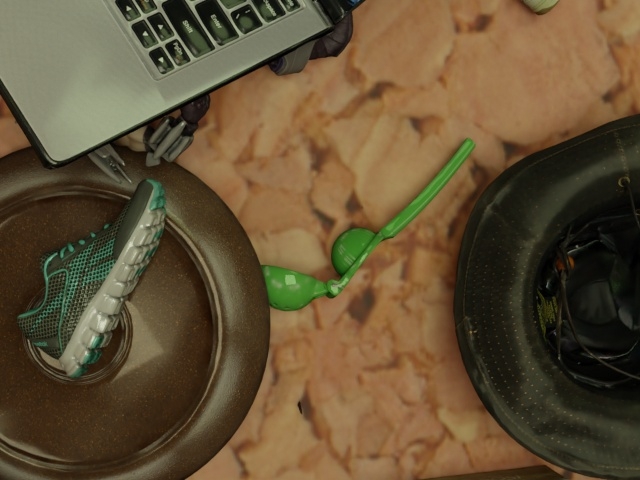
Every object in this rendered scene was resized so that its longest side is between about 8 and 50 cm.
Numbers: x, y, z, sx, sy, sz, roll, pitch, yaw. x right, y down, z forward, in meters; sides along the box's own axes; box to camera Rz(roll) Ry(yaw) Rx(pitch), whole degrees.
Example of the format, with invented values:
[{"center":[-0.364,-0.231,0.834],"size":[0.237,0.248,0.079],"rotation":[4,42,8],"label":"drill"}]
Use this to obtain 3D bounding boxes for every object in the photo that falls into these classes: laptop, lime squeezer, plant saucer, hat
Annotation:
[{"center":[-0.102,-0.332,0.899],"size":[0.407,0.236,0.382],"rotation":[-30,84,-25],"label":"laptop"},{"center":[0.000,0.000,1.105],"size":[0.310,0.059,0.110],"rotation":[-14,66,-7],"label":"lime squeezer"},{"center":[-0.196,0.072,1.042],"size":[0.310,0.050,0.311],"rotation":[0,94,-1],"label":"plant saucer"},{"center":[0.281,0.051,1.105],"size":[0.331,0.134,0.332],"rotation":[-1,85,7],"label":"hat"}]

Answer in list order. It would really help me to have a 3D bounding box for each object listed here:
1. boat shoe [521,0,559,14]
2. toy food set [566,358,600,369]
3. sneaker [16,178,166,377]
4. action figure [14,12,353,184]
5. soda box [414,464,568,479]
[{"center":[0.215,-0.266,1.118],"size":[0.045,0.050,0.135],"rotation":[31,88,-16],"label":"boat shoe"},{"center":[0.267,0.142,1.169],"size":[0.122,0.019,0.078],"rotation":[38,87,-10],"label":"toy food set"},{"center":[-0.179,0.020,0.986],"size":[0.076,0.065,0.167],"rotation":[29,91,3],"label":"sneaker"},{"center":[-0.120,-0.159,1.035],"size":[0.285,0.099,0.185],"rotation":[-27,80,-16],"label":"action figure"},{"center":[0.128,0.243,1.129],"size":[0.181,0.061,0.058],"rotation":[-5,94,-10],"label":"soda box"}]
